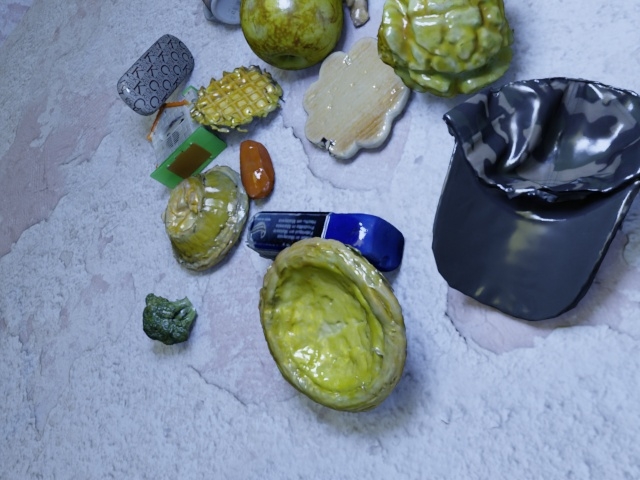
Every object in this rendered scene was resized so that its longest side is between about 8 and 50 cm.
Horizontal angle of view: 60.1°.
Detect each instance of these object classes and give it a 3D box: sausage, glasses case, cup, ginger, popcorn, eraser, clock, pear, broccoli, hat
[{"bbox_3d":[-0.165,-0.187,1.432,0.089,0.089,0.179,-25,65,27],"label":"sausage"},{"bbox_3d":[-0.499,-0.514,1.703,0.085,0.137,0.355,-22,33,36],"label":"glasses case"},{"bbox_3d":[-0.302,-0.778,1.698,0.301,0.227,0.257,-44,51,53],"label":"cup"},{"bbox_3d":[0.080,-0.628,1.426,0.096,0.067,0.165,-4,72,22],"label":"ginger"},{"bbox_3d":[0.254,-0.432,1.106,0.247,0.282,0.282,-4,70,38],"label":"popcorn"},{"bbox_3d":[0.000,0.000,1.188,0.332,0.155,0.102,1,72,37],"label":"eraser"},{"bbox_3d":[-0.415,-0.316,1.663,0.219,0.106,0.255,-38,50,18],"label":"clock"},{"bbox_3d":[-0.071,-0.571,1.384,0.283,0.283,0.284,-14,65,32],"label":"pear"},{"bbox_3d":[-0.390,0.203,1.429,0.138,0.146,0.162,-36,31,-17],"label":"broccoli"},{"bbox_3d":[0.377,-0.075,0.967,0.366,0.257,0.382,25,125,25],"label":"hat"}]

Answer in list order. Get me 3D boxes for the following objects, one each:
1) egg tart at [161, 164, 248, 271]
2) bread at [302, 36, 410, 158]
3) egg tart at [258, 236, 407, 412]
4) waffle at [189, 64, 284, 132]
[{"bbox_3d":[-0.324,-0.072,1.483,0.315,0.120,0.315,-16,64,35],"label":"egg tart"},{"bbox_3d":[0.081,-0.339,1.324,0.316,0.054,0.316,-14,65,34],"label":"bread"},{"bbox_3d":[0.033,0.153,1.072,0.345,0.132,0.346,10,107,35],"label":"egg tart"},{"bbox_3d":[-0.233,-0.405,1.538,0.280,0.060,0.262,2,54,21],"label":"waffle"}]
